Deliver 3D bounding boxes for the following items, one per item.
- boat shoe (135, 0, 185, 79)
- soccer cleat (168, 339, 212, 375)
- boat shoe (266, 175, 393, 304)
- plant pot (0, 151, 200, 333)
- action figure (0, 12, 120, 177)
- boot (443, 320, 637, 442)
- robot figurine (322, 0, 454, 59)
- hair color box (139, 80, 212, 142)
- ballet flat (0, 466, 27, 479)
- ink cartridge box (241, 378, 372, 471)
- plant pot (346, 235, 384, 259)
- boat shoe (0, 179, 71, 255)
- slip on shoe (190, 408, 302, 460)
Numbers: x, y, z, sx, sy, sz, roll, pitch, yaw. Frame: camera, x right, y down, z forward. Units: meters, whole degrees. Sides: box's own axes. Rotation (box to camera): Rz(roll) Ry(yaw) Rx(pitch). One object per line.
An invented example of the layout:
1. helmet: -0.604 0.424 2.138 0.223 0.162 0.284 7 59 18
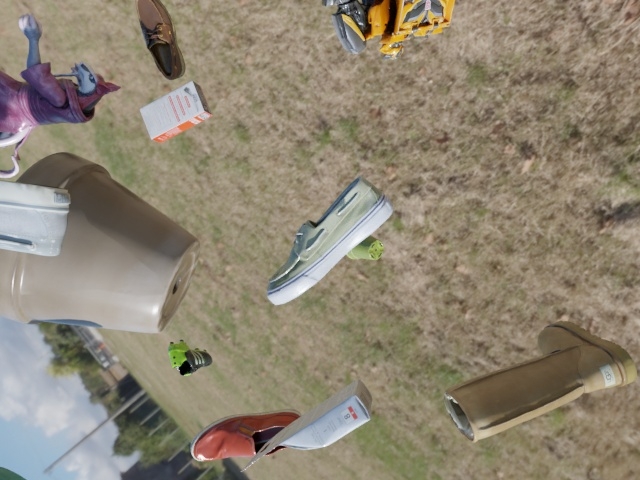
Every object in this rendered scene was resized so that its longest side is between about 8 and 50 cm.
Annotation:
1. boat shoe: -0.339 -0.427 1.069 0.060 0.064 0.178 -85 -20 -63
2. soccer cleat: -0.315 0.294 1.229 0.179 0.060 0.072 57 -160 -62
3. boat shoe: 0.000 0.000 0.972 0.094 0.302 0.109 47 -173 -11
4. plant pot: -0.391 0.036 0.943 0.280 0.323 0.323 21 151 -2
5. action figure: -0.615 -0.297 1.096 0.370 0.275 0.248 0 173 13
6. boot: 0.329 0.223 0.843 0.236 0.269 0.089 130 121 -85
7. robot figurine: 0.088 -0.347 0.548 0.085 0.211 0.291 24 129 40
8. hair color box: -0.382 -0.339 1.345 0.093 0.167 0.053 68 -167 6
9. ballet flat: -0.452 0.419 0.788 0.206 0.067 0.073 14 180 21
10. ink cartridge box: -0.010 0.267 0.708 0.045 0.179 0.145 53 -179 10
11. plant pot: 0.116 0.016 1.284 0.079 0.083 0.083 19 140 52
12. boat shoe: -0.350 -0.019 0.463 0.079 0.227 0.081 -146 60 -87
13. slip on shoe: -0.208 0.565 1.447 0.101 0.331 0.123 -112 12 -73
